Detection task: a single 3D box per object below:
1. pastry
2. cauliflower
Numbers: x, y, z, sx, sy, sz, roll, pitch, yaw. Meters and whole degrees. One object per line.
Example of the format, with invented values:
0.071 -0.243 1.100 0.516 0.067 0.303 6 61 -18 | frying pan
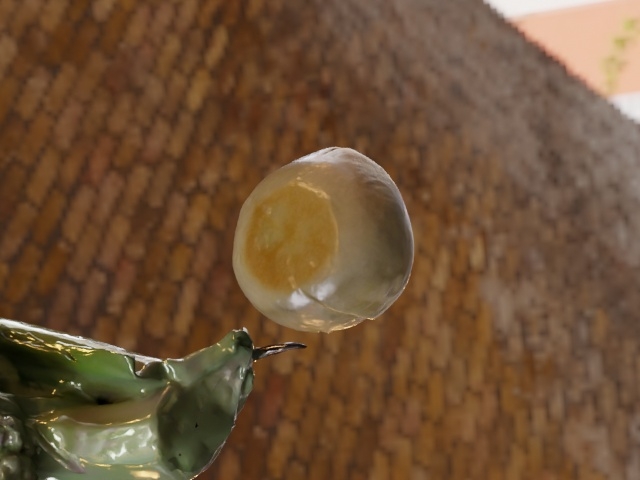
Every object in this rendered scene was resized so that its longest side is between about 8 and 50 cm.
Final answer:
0.000 0.000 1.556 0.092 0.156 0.156 22 -115 -57 | pastry
-0.155 0.123 1.119 0.256 0.315 0.239 58 -153 -31 | cauliflower
